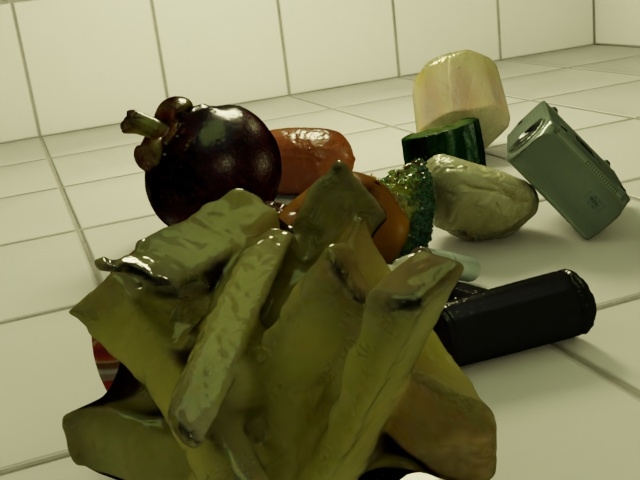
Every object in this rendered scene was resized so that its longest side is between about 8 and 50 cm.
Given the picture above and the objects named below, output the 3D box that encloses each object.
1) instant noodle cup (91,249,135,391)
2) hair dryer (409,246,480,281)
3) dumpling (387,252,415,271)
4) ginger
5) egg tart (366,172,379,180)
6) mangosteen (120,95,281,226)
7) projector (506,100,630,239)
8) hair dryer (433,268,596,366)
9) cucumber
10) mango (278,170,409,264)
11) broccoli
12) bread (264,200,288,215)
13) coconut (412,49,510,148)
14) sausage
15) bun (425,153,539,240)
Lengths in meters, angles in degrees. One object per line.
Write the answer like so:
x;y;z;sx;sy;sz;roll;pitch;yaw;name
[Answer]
-0.118;0.095;1.030;0.250;0.251;0.192;-4;9;8;instant noodle cup
0.132;0.058;1.339;0.183;0.044;0.154;-22;-21;34;hair dryer
0.069;0.099;1.124;0.199;0.118;0.136;-46;25;2;dumpling
-0.065;0.084;0.771;0.413;0.359;0.211;-8;-17;13;ginger
0.062;-0.076;1.736;0.212;0.090;0.212;-10;16;3;egg tart
-0.220;-0.152;1.737;0.297;0.293;0.297;-16;14;4;mangosteen
0.434;-0.135;1.552;0.108;0.198;0.250;-44;5;22;projector
0.215;0.092;1.178;0.197;0.089;0.251;-14;9;-15;hair dryer
0.282;-0.197;1.984;0.191;0.130;0.191;-11;12;2;cucumber
0.010;0.010;1.259;0.201;0.153;0.287;9;42;37;mango
0.094;-0.039;1.443;0.194;0.194;0.220;-4;54;8;broccoli
-0.120;0.004;1.461;0.246;0.135;0.232;-13;18;-19;bread
0.346;-0.318;2.154;0.239;0.244;0.239;-4;-17;-1;coconut
-0.050;-0.179;1.985;0.268;0.153;0.141;3;30;29;sausage
0.272;-0.066;1.535;0.220;0.134;0.220;18;4;-1;bun
